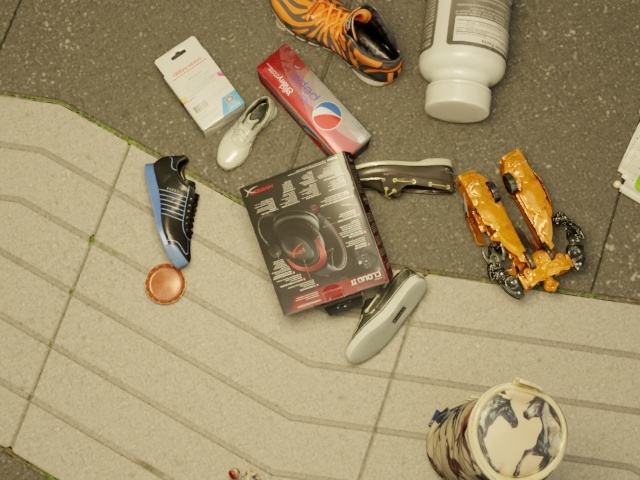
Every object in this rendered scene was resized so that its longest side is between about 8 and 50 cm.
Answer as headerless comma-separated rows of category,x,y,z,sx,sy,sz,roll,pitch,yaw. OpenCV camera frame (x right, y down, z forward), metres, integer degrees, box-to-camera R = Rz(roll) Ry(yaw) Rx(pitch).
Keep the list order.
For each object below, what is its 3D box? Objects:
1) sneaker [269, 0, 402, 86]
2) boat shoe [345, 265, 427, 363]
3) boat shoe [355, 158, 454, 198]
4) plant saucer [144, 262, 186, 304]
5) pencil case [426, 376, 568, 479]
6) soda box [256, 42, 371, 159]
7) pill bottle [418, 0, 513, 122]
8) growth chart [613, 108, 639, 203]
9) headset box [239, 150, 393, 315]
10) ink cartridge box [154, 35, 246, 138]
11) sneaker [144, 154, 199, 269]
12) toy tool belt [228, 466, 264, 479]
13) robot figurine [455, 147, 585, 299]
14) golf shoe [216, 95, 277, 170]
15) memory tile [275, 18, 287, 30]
sneaker,0.039,-0.447,1.702,0.321,0.180,0.124,33,84,1
boat shoe,0.119,0.147,1.674,0.219,0.078,0.070,-48,50,-4
boat shoe,0.159,-0.121,1.709,0.228,0.081,0.068,-5,77,-4
plant saucer,-0.312,0.087,1.700,0.083,0.013,0.083,0,81,-1
pencil case,0.295,0.341,1.471,0.160,0.410,0.183,6,74,-2
soda box,-0.014,-0.271,1.725,0.083,0.092,0.263,-42,84,-5
pill bottle,0.293,-0.410,1.712,0.176,0.176,0.318,8,80,0
growth chart,0.713,-0.172,1.760,0.172,0.021,0.237,22,81,2
headset box,0.000,0.000,1.631,0.218,0.110,0.293,-20,91,11
ink cartridge box,-0.248,-0.317,1.744,0.104,0.061,0.181,-35,83,-7
sneaker,-0.283,-0.062,1.691,0.090,0.081,0.232,-17,80,3
toy tool belt,-0.136,0.465,1.628,0.051,0.052,0.083,-32,85,-37
robot figurine,0.400,-0.026,1.697,0.211,0.085,0.291,-24,81,-5
golf shoe,-0.156,-0.225,1.719,0.069,0.086,0.176,33,83,2
memory tile,-0.034,-0.514,1.806,0.148,0.012,0.113,-16,81,-4
